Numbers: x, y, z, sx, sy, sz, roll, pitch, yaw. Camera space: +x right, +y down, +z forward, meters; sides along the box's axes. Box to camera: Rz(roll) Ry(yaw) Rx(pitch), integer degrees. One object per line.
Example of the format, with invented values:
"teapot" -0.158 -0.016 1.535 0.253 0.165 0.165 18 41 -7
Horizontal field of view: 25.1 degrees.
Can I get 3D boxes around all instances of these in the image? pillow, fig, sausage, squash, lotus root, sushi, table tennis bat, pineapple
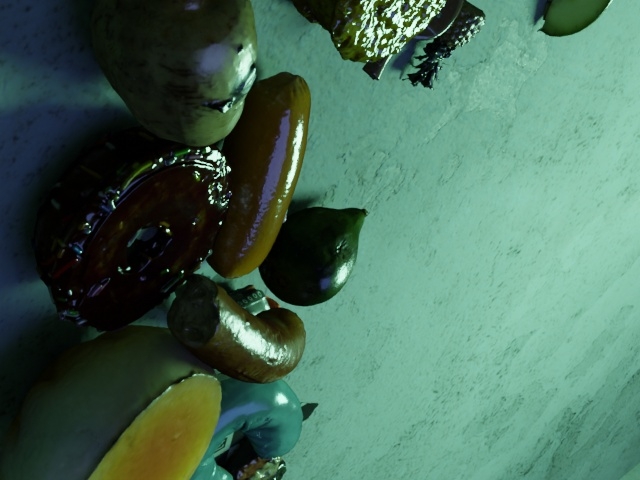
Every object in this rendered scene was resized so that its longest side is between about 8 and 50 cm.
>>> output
"pillow" -0.130 0.267 1.901 0.233 0.086 0.214 -38 137 -12
"fig" 0.000 0.000 1.767 0.177 0.117 0.117 -51 159 -34
"sausage" -0.083 0.109 1.611 0.076 0.103 0.302 -18 163 14
"squash" 0.354 -0.362 1.817 0.252 0.093 0.169 -55 155 12
"lotus root" -0.125 -0.166 1.284 0.140 0.154 0.257 -45 158 -20
"sushi" -0.103 0.341 2.123 0.231 0.047 0.219 -54 153 11
"sausage" -0.069 -0.070 1.552 0.098 0.098 0.238 -11 128 -51
"table tennis bat" 0.075 -0.260 1.628 0.107 0.119 0.170 36 81 -27
"pineapple" 0.147 -0.230 1.725 0.058 0.058 0.124 -3 130 -55

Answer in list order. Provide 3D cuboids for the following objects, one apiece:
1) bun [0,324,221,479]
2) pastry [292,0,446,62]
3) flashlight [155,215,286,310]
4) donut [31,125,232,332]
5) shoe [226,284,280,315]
"bun" -0.252 0.218 1.598 0.299 0.164 0.299 -44 156 -26
"pastry" 0.058 -0.279 1.466 0.188 0.103 0.189 -35 151 -23
"flashlight" -0.117 0.010 1.654 0.200 0.047 0.093 -40 151 -18
"donut" -0.194 -0.019 1.450 0.235 0.089 0.235 -37 152 -23
"shoe" -0.106 0.085 1.758 0.077 0.074 0.194 -60 156 -4
